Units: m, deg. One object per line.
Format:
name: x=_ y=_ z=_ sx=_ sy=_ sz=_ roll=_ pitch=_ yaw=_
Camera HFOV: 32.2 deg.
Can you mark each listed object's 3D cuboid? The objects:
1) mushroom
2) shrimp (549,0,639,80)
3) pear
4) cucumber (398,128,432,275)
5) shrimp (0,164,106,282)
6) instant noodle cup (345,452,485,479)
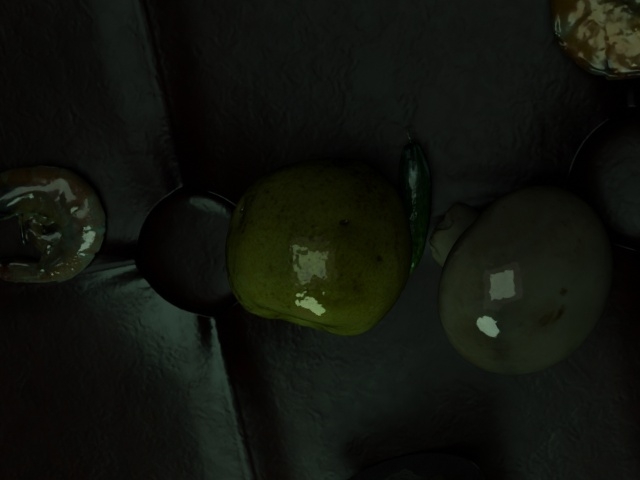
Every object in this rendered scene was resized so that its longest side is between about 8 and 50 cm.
mushroom: x=0.193 y=0.030 z=1.143 sx=0.204 sy=0.204 sz=0.204 roll=3 pitch=104 yaw=11
shrimp: x=0.376 y=-0.266 z=1.080 sx=0.317 sy=0.062 sz=0.164 roll=-19 pitch=97 yaw=18
pear: x=0.000 y=0.000 z=1.158 sx=0.197 sy=0.197 sz=0.197 roll=3 pitch=104 yaw=11
cucumber: x=0.102 y=-0.037 z=1.203 sx=0.039 sy=0.039 sz=0.168 roll=5 pitch=107 yaw=10
shrimp: x=-0.374 y=-0.015 z=1.298 sx=0.251 sy=0.052 sz=0.143 roll=-1 pitch=106 yaw=11
instant noodle cup: x=0.111 y=0.378 z=1.224 sx=0.217 sy=0.217 sz=0.207 roll=-17 pitch=107 yaw=15
